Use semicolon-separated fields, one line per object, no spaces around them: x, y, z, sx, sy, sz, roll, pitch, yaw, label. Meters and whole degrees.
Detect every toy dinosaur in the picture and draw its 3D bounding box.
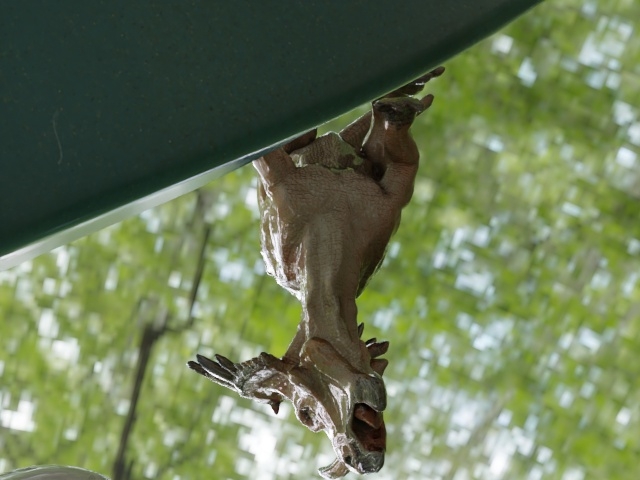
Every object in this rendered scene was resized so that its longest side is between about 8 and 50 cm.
0.000;0.000;1.130;0.127;0.200;0.296;6;-158;9;toy dinosaur

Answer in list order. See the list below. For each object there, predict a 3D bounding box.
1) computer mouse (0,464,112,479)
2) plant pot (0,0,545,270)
-0.177;0.142;1.057;0.193;0.042;0.106;3;-168;23;computer mouse
-0.038;-0.098;0.597;0.234;0.165;0.166;-19;-90;-21;plant pot
